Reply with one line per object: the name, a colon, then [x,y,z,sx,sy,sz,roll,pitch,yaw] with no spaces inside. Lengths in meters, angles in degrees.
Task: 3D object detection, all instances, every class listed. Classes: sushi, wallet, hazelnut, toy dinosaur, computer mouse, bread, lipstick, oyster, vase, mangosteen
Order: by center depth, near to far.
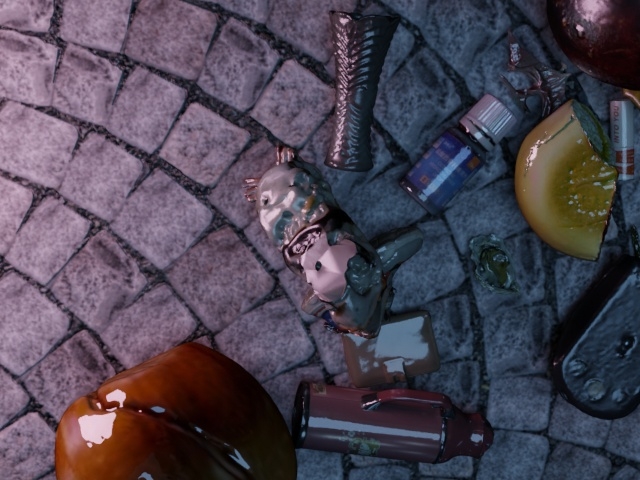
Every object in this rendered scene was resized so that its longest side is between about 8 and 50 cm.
mangosteen: [0.480,-0.356,1.500,0.330,0.330,0.329,-1,102,-6]
hazelnut: [-0.215,0.332,1.538,0.373,0.372,0.315,-1,139,-6]
sushi: [0.000,0.000,1.547,0.124,0.332,0.130,-40,144,8]
vase: [0.055,-0.227,1.575,0.116,0.115,0.237,4,103,-7]
bread: [0.384,-0.103,1.616,0.156,0.158,0.260,9,117,9]
toy dinosaur: [0.349,-0.245,1.635,0.108,0.032,0.220,-29,106,-1]
lipstick: [0.489,-0.163,1.666,0.038,0.038,0.130,-6,102,-5]
oyster: [0.285,0.040,1.693,0.098,0.037,0.100,2,81,-25]
wallet: [0.116,0.180,1.694,0.153,0.039,0.117,-11,101,-1]
computer mouse: [0.493,0.161,1.701,0.170,0.100,0.269,37,93,-11]

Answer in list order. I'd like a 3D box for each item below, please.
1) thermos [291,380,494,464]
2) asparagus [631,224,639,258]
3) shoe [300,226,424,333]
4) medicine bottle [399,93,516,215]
thermos: [0.126,0.291,1.679,0.331,0.109,0.136,8,103,-8]
asparagus: [0.541,0.048,1.728,0.016,0.016,0.162,-13,104,23]
shoe: [0.085,0.075,1.634,0.228,0.099,0.125,-35,95,7]
medicine bottle: [0.218,-0.137,1.618,0.083,0.083,0.203,42,92,-13]
